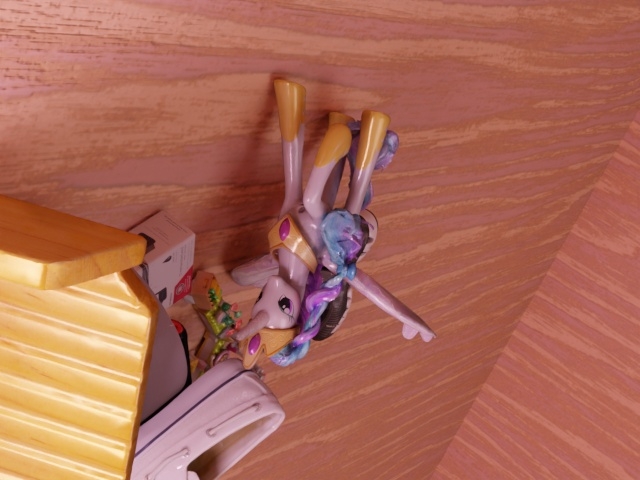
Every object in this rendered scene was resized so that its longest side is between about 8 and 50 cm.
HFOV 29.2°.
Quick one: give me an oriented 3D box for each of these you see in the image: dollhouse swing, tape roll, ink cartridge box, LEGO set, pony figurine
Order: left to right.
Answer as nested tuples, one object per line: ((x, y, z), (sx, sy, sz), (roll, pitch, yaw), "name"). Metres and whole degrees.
((-0.354, 0.164, 1.079), (0.305, 0.315, 0.346), (-55, 159, -67), "dollhouse swing")
((-0.246, 0.099, 1.334), (0.072, 0.219, 0.219), (-38, 152, -32), "tape roll")
((-0.228, 0.049, 1.497), (0.150, 0.063, 0.109), (-37, 151, -37), "ink cartridge box")
((-0.141, 0.164, 1.763), (0.132, 0.107, 0.287), (-28, 145, -47), "LEGO set")
((0.000, 0.000, 1.662), (0.351, 0.303, 0.363), (18, 84, -67), "pony figurine")

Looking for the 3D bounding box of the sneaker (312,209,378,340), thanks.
((0.009, 0.058, 1.955), (0.106, 0.078, 0.234), (-10, 127, -55), "sneaker")

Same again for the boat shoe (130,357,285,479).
((-0.189, 0.328, 1.613), (0.367, 0.156, 0.136), (-40, 152, -17), "boat shoe")

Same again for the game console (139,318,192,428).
((-0.312, 0.296, 1.627), (0.342, 0.060, 0.386), (-35, 151, -26), "game console")
